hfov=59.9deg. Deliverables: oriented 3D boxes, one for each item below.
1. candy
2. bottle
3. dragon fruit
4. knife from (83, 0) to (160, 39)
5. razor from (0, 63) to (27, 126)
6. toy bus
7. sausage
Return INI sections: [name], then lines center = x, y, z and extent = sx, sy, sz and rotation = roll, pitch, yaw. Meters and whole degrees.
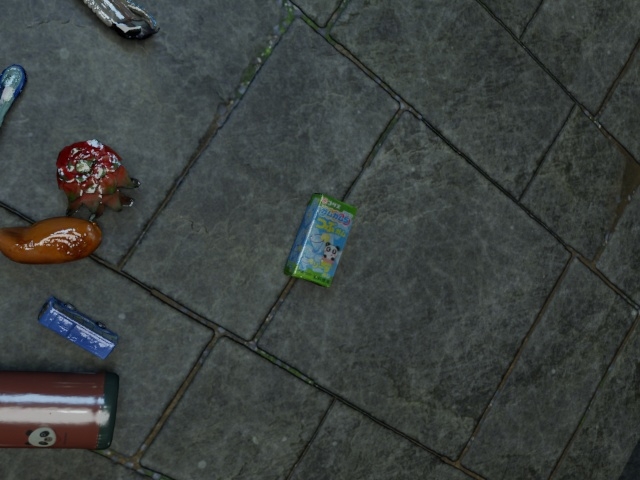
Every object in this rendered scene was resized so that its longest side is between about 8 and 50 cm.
[candy]
center = 0.000, 0.000, 1.236
extent = 0.097, 0.062, 0.194
rotation = 21, 86, -21
[bottle]
center = -0.548, 0.304, 1.004
extent = 0.337, 0.144, 0.143
rotation = 8, 92, -22
[dragon fruit]
center = -0.420, -0.118, 1.030
extent = 0.130, 0.121, 0.141
rotation = 5, 123, 8
[knife]
center = -0.458, -0.503, 1.018
extent = 0.365, 0.043, 0.089
rotation = 43, 46, -17
[razor]
center = -0.596, -0.166, 0.987
extent = 0.093, 0.056, 0.323
rotation = 21, 87, -20
[toy bus]
center = -0.465, 0.169, 1.068
extent = 0.153, 0.061, 0.051
rotation = 39, 86, -22
[sausage]
center = -0.499, 0.003, 1.024
extent = 0.180, 0.089, 0.089
rotation = -6, 97, -20
